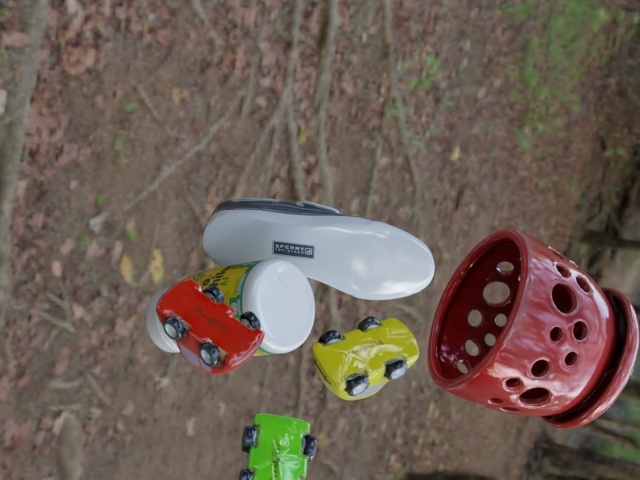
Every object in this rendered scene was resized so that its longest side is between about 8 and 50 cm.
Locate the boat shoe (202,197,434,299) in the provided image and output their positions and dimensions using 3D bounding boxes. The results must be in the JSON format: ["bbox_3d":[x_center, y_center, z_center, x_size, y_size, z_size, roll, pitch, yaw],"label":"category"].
[{"bbox_3d":[0.000,0.000,1.353,0.102,0.301,0.108,-79,175,-62],"label":"boat shoe"}]

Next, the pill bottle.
[{"bbox_3d":[-0.120,0.091,1.298,0.117,0.208,0.118,13,73,-48],"label":"pill bottle"}]

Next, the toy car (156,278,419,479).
[{"bbox_3d":[-0.037,0.147,0.881,0.053,0.239,0.225,106,-8,-47],"label":"toy car"}]

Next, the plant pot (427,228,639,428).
[{"bbox_3d":[0.236,0.107,1.132,0.191,0.174,0.191,-55,-163,26],"label":"plant pot"}]
